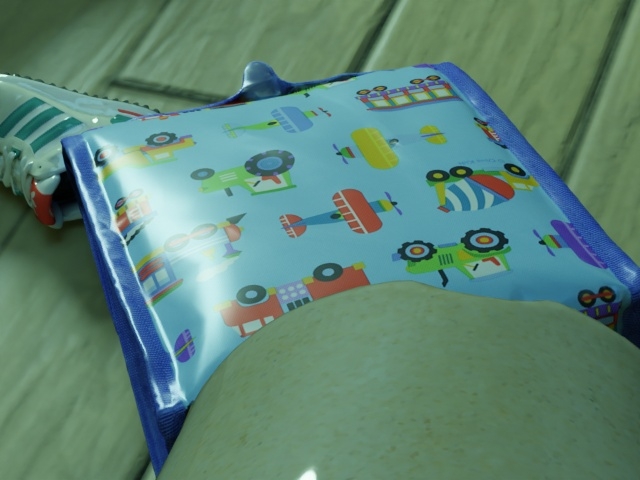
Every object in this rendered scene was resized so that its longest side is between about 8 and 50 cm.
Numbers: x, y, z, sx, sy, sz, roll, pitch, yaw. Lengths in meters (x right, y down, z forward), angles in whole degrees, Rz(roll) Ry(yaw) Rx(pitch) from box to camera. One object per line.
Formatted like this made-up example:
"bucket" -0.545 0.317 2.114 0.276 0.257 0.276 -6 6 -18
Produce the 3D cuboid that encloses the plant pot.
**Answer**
"plant pot" 0.030 0.188 0.580 0.333 0.334 0.305 2 35 8

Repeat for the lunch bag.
"lunch bag" 0.000 0.000 0.857 0.221 0.138 0.293 -13 44 -10

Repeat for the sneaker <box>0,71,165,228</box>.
"sneaker" -0.161 -0.047 0.976 0.161 0.057 0.075 11 43 13
